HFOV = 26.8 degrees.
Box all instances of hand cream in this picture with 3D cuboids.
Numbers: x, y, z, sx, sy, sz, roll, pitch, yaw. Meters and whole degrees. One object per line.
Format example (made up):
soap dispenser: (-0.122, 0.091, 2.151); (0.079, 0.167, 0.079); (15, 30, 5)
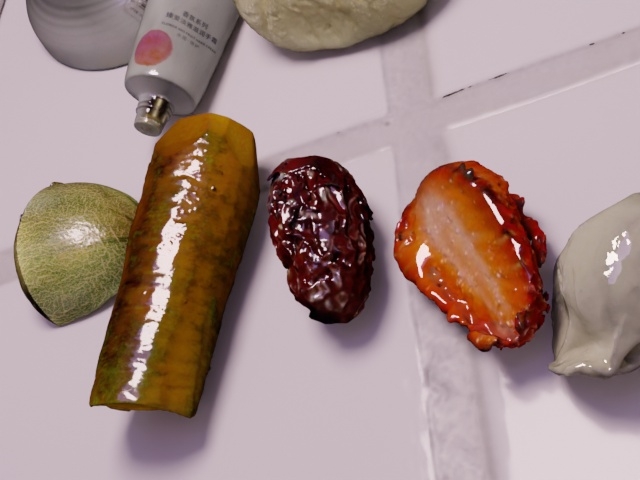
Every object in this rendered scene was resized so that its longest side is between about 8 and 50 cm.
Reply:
hand cream: (-0.131, -0.262, 1.447); (0.078, 0.124, 0.341); (-29, 40, 61)

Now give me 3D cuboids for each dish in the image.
dish: (-0.246, -0.344, 1.545); (0.273, 0.134, 0.273); (-15, 53, 20)

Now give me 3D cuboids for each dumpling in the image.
dumpling: (0.231, 0.027, 1.065); (0.134, 0.099, 0.169); (-169, 88, -69)

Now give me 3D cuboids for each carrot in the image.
carrot: (-0.130, 0.027, 1.251); (0.114, 0.114, 0.302); (-1, 63, 29)

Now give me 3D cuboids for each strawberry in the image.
strawberry: (0.137, 0.019, 1.130); (0.121, 0.082, 0.188); (-50, 49, 29)

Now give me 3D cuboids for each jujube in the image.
jujube: (0.004, 0.000, 1.205); (0.104, 0.104, 0.166); (-22, 62, 16)

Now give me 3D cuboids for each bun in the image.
bun: (0.018, -0.308, 1.361); (0.243, 0.153, 0.244); (-12, 59, 21)

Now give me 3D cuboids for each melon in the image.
melon: (-0.240, -0.007, 1.352); (0.128, 0.079, 0.160); (-11, 55, 25)

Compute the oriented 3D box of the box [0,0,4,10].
box: (-0.485, -0.321, 1.687); (0.168, 0.097, 0.265); (-9, 57, 25)
